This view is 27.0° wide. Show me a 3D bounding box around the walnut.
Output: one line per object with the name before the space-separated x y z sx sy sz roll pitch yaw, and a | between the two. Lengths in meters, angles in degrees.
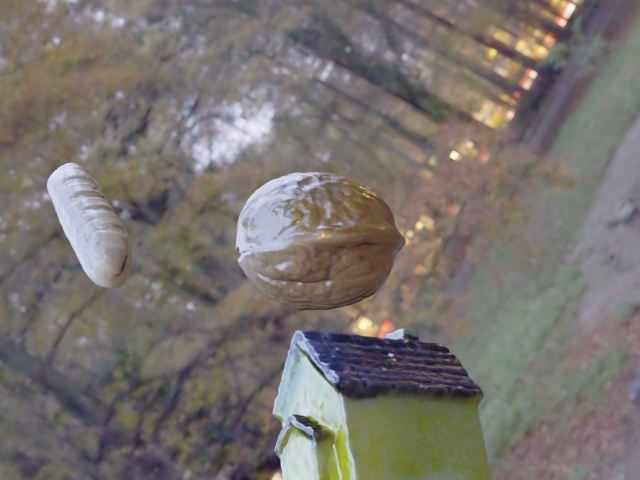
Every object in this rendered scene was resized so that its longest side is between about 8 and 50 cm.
walnut | 0.000 0.000 0.973 0.105 0.124 0.105 -4 -90 -85

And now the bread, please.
bread | -0.266 -0.025 1.567 0.053 0.073 0.214 -56 43 22

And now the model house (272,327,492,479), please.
model house | 0.039 0.183 1.260 0.170 0.194 0.211 -36 53 50
